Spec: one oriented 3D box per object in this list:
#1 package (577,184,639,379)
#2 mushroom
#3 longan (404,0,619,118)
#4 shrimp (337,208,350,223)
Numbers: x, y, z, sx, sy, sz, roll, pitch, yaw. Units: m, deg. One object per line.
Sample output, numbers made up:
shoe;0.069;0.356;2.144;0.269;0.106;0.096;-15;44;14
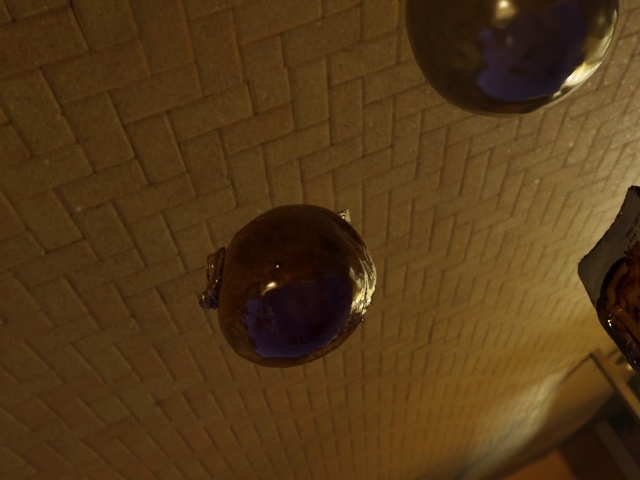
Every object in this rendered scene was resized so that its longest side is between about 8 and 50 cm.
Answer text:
package;0.291;0.083;0.471;0.030;0.239;0.154;-19;150;-9
mushroom;-0.062;0.076;0.964;0.283;0.263;0.195;-3;-173;20
longan;0.265;-0.314;0.860;0.297;0.297;0.297;-19;148;-13
shrimp;0.001;0.001;1.169;0.178;0.034;0.124;-36;161;-26
